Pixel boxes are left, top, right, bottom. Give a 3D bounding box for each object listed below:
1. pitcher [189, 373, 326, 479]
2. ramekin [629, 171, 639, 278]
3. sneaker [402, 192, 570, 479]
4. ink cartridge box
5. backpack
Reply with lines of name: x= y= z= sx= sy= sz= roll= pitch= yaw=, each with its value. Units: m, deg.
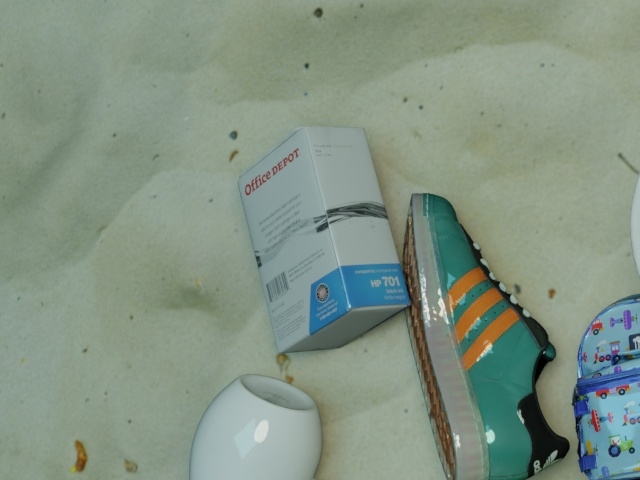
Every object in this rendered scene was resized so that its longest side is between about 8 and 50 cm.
pitcher: x=-0.052 y=0.252 z=1.499 sx=0.178 sy=0.125 sz=0.207 roll=21 pitch=102 yaw=8
ramekin: x=0.402 y=-0.026 z=1.247 sx=0.277 sy=0.135 sz=0.277 roll=5 pitch=108 yaw=16
sneaker: x=0.152 y=0.088 z=1.432 sx=0.121 sy=0.108 sz=0.302 roll=-6 pitch=63 yaw=-8
ink cartridge box: x=0.000 y=0.000 z=1.495 sx=0.139 sy=0.082 sz=0.190 roll=-35 pitch=62 yaw=51
backpack: x=0.298 y=0.124 z=1.336 sx=0.158 sy=0.117 sz=0.173 roll=-10 pitch=74 yaw=24
